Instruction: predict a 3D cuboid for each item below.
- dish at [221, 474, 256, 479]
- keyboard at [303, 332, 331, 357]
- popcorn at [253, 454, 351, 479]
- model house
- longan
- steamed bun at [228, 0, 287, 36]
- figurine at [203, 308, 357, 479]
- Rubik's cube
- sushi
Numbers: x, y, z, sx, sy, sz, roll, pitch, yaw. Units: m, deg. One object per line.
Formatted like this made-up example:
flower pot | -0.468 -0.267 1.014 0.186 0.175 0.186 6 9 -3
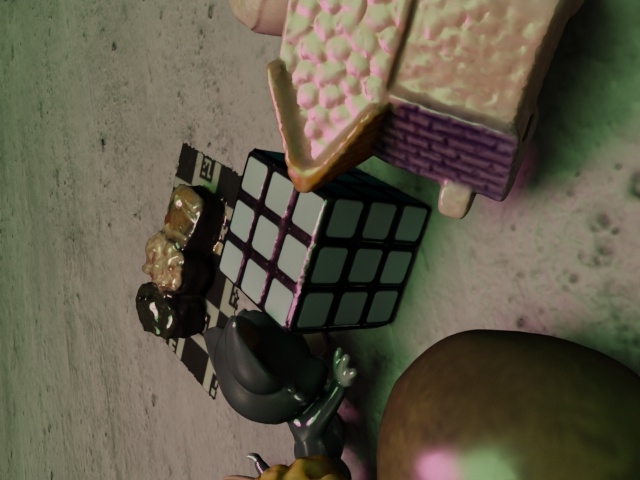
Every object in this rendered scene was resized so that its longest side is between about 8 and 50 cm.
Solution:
dish | -0.063 0.430 0.805 0.151 0.077 0.213 -6 84 46
keyboard | -0.039 0.172 0.837 0.166 0.017 0.055 -47 51 37
popcorn | 0.012 0.327 0.573 0.190 0.250 0.250 -39 54 1
model house | 0.094 -0.158 0.568 0.236 0.202 0.238 21 115 14
longan | 0.156 0.191 0.477 0.246 0.215 0.246 43 150 33
steamed bun | -0.015 -0.385 0.698 0.283 0.177 0.283 174 90 -72
figurine | -0.042 0.197 0.712 0.193 0.140 0.266 177 78 -70
Rubik's cube | 0.000 0.000 0.690 0.162 0.160 0.163 32 111 44
sushi | -0.253 0.040 1.020 0.296 0.099 0.373 32 112 44
